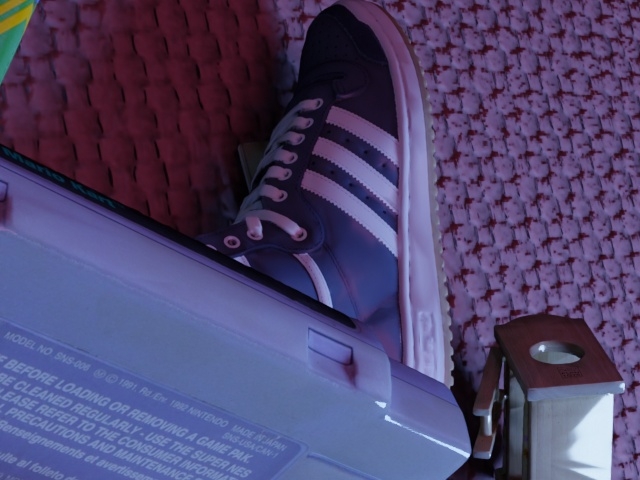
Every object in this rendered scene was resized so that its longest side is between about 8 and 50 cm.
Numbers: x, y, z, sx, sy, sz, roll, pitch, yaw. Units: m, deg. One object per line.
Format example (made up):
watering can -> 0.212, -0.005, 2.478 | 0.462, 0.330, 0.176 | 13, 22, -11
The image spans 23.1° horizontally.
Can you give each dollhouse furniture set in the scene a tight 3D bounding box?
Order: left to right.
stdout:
dollhouse furniture set -> 0.093, 0.152, 0.965 | 0.161, 0.101, 0.181 | -4, 111, -5

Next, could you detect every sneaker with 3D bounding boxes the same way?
sneaker -> -0.021, -0.021, 0.865 | 0.153, 0.099, 0.282 | 5, 61, -21

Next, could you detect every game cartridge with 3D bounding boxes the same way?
game cartridge -> -0.132, 0.077, 0.644 | 0.355, 0.230, 0.068 | 28, 24, -34

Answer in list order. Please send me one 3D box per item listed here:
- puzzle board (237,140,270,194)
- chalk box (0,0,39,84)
puzzle board -> 0.000, 0.000, 0.952 | 0.096, 0.011, 0.128 | -8, 81, -46
chalk box -> -0.217, -0.164, 0.682 | 0.179, 0.180, 0.289 | 37, 53, -28
